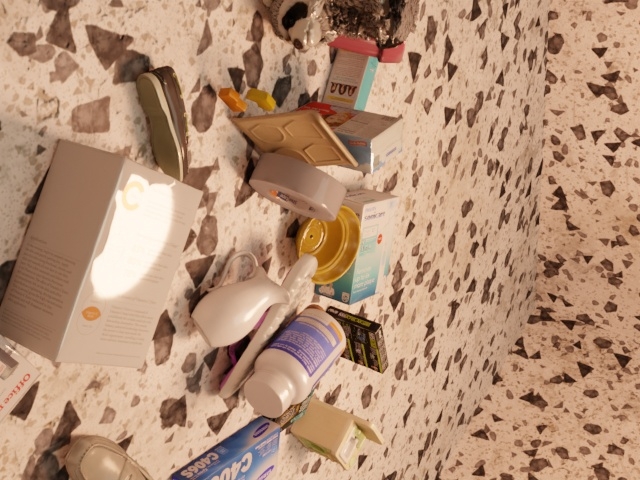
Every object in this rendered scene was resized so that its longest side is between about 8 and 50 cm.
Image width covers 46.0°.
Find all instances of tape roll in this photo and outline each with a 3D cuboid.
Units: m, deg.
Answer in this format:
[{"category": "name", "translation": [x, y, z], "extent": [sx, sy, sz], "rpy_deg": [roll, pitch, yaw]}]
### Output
[{"category": "tape roll", "translation": [-0.052, -0.121, 1.740], "extent": [0.219, 0.219, 0.072], "rpy_deg": [38, 71, -58]}]

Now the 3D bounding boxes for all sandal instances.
[{"category": "sandal", "translation": [-0.146, 0.199, 1.864], "extent": [0.416, 0.102, 0.169], "rpy_deg": [-57, 169, 4]}]

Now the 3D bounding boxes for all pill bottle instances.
[{"category": "pill bottle", "translation": [-0.065, 0.298, 1.826], "extent": [0.272, 0.152, 0.152], "rpy_deg": [-43, 139, -45]}]

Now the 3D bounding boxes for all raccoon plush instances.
[{"category": "raccoon plush", "translation": [0.074, -0.567, 1.677], "extent": [0.446, 0.299, 0.216], "rpy_deg": [-52, 139, -40]}]

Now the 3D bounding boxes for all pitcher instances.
[{"category": "pitcher", "translation": [-0.200, 0.131, 1.721], "extent": [0.207, 0.178, 0.125], "rpy_deg": [-33, 158, -18]}]

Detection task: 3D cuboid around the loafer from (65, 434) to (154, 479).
[{"category": "loafer", "translation": [-0.410, 0.496, 1.559], "extent": [0.112, 0.111, 0.319], "rpy_deg": [-59, 147, -23]}]

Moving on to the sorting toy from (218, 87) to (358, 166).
[{"category": "sorting toy", "translation": [-0.073, -0.246, 1.631], "extent": [0.307, 0.229, 0.041], "rpy_deg": [44, 55, -53]}]

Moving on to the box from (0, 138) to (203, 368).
[{"category": "box", "translation": [-0.381, 0.029, 1.318], "extent": [0.215, 0.168, 0.346], "rpy_deg": [24, 84, -60]}]

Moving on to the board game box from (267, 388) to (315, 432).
[{"category": "board game box", "translation": [-0.088, 0.485, 2.146], "extent": [0.186, 0.026, 0.126], "rpy_deg": [-24, 141, -53]}]

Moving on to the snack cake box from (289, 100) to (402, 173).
[{"category": "snack cake box", "translation": [0.045, -0.249, 1.792], "extent": [0.152, 0.264, 0.089], "rpy_deg": [-39, 136, -44]}]

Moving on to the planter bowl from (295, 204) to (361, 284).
[{"category": "planter bowl", "translation": [0.000, 0.000, 1.997], "extent": [0.217, 0.090, 0.217], "rpy_deg": [-17, 117, -37]}]

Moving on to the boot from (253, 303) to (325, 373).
[{"category": "boot", "translation": [-0.090, 0.300, 1.999], "extent": [0.284, 0.109, 0.220], "rpy_deg": [-61, 159, 6]}]

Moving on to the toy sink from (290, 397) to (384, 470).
[{"category": "toy sink", "translation": [0.051, 0.590, 2.256], "extent": [0.131, 0.234, 0.153], "rpy_deg": [-60, 148, -23]}]

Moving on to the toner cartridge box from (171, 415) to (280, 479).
[{"category": "toner cartridge box", "translation": [-0.238, 0.603, 1.939], "extent": [0.347, 0.075, 0.165], "rpy_deg": [-23, 125, -54]}]

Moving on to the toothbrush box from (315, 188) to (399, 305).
[{"category": "toothbrush box", "translation": [0.107, 0.012, 2.169], "extent": [0.216, 0.126, 0.296], "rpy_deg": [-14, 115, -56]}]

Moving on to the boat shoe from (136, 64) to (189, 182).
[{"category": "boat shoe", "translation": [-0.284, -0.218, 1.442], "extent": [0.068, 0.081, 0.228], "rpy_deg": [-39, 133, -39]}]

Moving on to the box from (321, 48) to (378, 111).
[{"category": "box", "translation": [0.067, -0.371, 1.933], "extent": [0.060, 0.100, 0.244], "rpy_deg": [15, 92, -61]}]

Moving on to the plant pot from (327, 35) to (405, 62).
[{"category": "plant pot", "translation": [0.107, -0.528, 1.801], "extent": [0.201, 0.180, 0.202], "rpy_deg": [-179, -90, -87]}]

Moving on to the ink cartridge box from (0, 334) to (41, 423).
[{"category": "ink cartridge box", "translation": [-0.566, 0.203, 1.175], "extent": [0.159, 0.092, 0.218], "rpy_deg": [-56, 148, -27]}]

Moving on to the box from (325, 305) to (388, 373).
[{"category": "box", "translation": [0.108, 0.297, 2.253], "extent": [0.045, 0.184, 0.191], "rpy_deg": [-50, 142, -36]}]
